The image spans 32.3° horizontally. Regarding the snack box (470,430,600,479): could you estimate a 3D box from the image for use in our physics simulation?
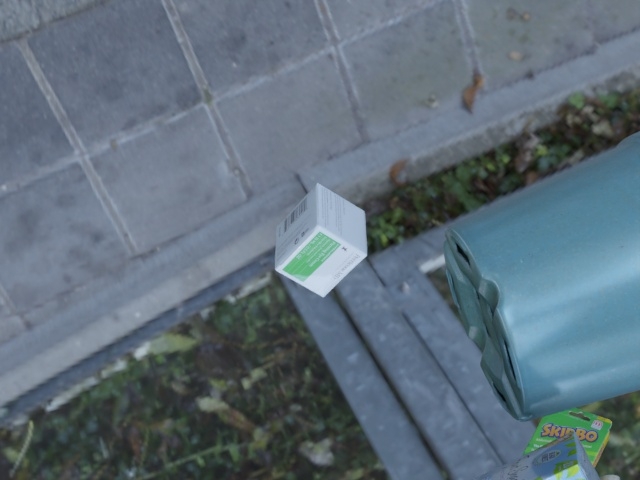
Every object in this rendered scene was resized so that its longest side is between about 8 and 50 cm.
[{"bbox_3d":[0.198,0.292,1.191,0.207,0.174,0.070,-27,86,10],"label":"snack box"}]

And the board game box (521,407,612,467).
[{"bbox_3d":[0.431,0.415,2.026,0.259,0.124,0.039,-54,146,-30],"label":"board game box"}]

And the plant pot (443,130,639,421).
[{"bbox_3d":[0.346,0.046,1.342,0.334,0.341,0.341,-20,128,-3],"label":"plant pot"}]

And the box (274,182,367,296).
[{"bbox_3d":[0.000,0.000,1.518,0.087,0.102,0.101,30,123,-23],"label":"box"}]

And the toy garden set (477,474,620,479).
[{"bbox_3d":[0.320,0.361,1.488,0.244,0.049,0.204,13,145,-17],"label":"toy garden set"}]
